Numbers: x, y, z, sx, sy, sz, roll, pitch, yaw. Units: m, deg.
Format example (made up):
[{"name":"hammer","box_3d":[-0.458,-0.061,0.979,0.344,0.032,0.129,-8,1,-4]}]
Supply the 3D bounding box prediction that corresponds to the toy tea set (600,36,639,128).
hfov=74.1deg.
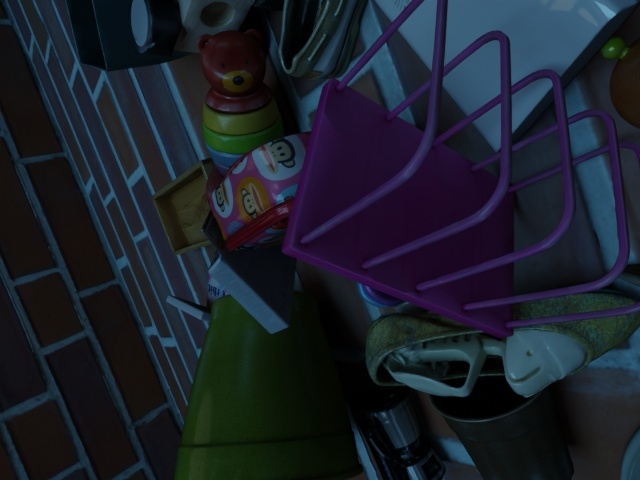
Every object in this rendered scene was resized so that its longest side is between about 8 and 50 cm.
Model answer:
[{"name":"toy tea set","box_3d":[0.390,-0.076,0.342,0.200,0.124,0.336,-22,88,23]}]

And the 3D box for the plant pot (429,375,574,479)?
[{"name":"plant pot","box_3d":[0.267,0.264,0.606,0.167,0.167,0.165,-15,105,52]}]

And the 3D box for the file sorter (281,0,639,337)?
[{"name":"file sorter","box_3d":[0.150,-0.052,0.404,0.182,0.291,0.202,-29,44,55]}]

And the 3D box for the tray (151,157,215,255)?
[{"name":"tray","box_3d":[-0.355,-0.083,1.215,0.411,0.076,0.203,-13,98,51]}]

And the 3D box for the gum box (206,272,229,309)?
[{"name":"gum box","box_3d":[-0.255,0.156,1.202,0.188,0.062,0.107,11,96,47]}]

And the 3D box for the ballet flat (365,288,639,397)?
[{"name":"ballet flat","box_3d":[0.216,0.145,0.548,0.348,0.123,0.123,-12,100,31]}]

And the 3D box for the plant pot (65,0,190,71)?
[{"name":"plant pot","box_3d":[-0.395,-0.474,0.925,0.166,0.234,0.165,28,129,39]}]

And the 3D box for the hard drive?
[{"name":"hard drive","box_3d":[0.159,-0.274,0.468,0.307,0.040,0.203,58,165,16]}]

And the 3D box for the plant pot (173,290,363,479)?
[{"name":"plant pot","box_3d":[-0.111,0.299,0.889,0.366,0.366,0.353,-36,51,51]}]

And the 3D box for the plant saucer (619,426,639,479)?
[{"name":"plant saucer","box_3d":[0.510,0.343,0.398,0.400,0.100,0.400,26,127,39]}]

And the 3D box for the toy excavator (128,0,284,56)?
[{"name":"toy excavator","box_3d":[-0.202,-0.589,0.685,0.433,0.222,0.445,-33,74,50]}]

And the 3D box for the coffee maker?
[{"name":"coffee maker","box_3d":[0.148,0.391,0.855,0.178,0.120,0.171,66,167,2]}]

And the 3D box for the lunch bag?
[{"name":"lunch bag","box_3d":[0.010,-0.087,0.607,0.258,0.293,0.120,-28,83,53]}]

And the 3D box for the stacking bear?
[{"name":"stacking bear","box_3d":[-0.146,-0.231,0.783,0.164,0.175,0.289,-103,9,-46]}]

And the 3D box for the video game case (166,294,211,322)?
[{"name":"video game case","box_3d":[-0.317,0.222,1.250,0.227,0.206,0.026,8,74,47]}]

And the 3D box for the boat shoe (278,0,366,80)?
[{"name":"boat shoe","box_3d":[0.010,-0.380,0.605,0.113,0.103,0.302,37,133,32]}]

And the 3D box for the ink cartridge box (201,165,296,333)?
[{"name":"ink cartridge box","box_3d":[-0.122,0.011,0.732,0.045,0.223,0.224,-26,119,18]}]

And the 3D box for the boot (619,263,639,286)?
[{"name":"boot","box_3d":[0.387,0.073,0.451,0.118,0.042,0.087,8,122,54]}]

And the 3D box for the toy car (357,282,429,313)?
[{"name":"toy car","box_3d":[0.126,0.047,0.663,0.159,0.136,0.182,59,141,9]}]
